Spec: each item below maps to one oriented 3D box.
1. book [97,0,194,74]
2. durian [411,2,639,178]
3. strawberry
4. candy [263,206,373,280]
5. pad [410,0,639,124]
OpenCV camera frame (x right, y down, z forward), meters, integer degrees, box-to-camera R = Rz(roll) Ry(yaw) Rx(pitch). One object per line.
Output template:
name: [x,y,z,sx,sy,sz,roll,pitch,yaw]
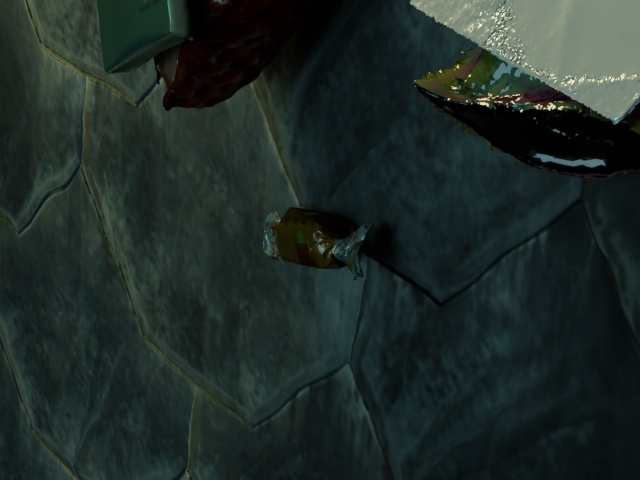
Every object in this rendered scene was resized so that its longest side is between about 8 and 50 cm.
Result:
book: [-0.168,-0.339,1.546,0.264,0.031,0.379,178,86,-73]
durian: [0.179,-0.112,1.270,0.187,0.119,0.108,9,69,44]
strawberry: [-0.059,-0.240,1.531,0.253,0.150,0.280,-137,42,-65]
candy: [0.000,0.000,1.596,0.182,0.046,0.053,15,115,59]
pad: [0.170,-0.183,1.232,0.156,0.004,0.232,-53,45,1]
